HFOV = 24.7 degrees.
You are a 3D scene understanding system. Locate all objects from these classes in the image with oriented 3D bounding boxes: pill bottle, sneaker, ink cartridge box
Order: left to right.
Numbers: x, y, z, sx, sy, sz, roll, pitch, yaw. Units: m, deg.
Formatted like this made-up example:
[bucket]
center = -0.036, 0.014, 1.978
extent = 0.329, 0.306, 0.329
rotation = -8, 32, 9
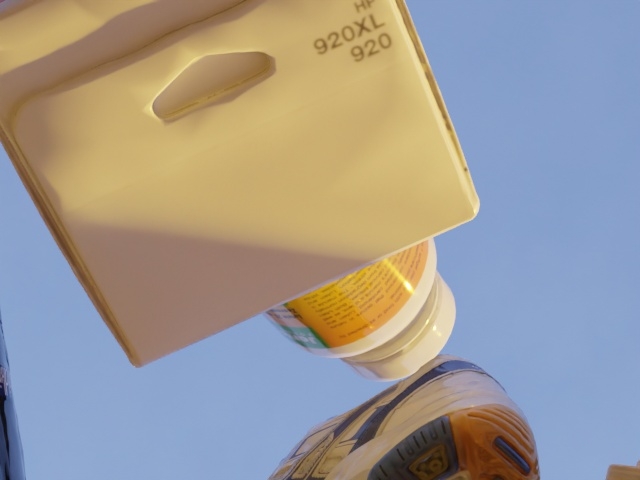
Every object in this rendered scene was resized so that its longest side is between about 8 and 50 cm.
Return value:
[ink cartridge box]
center = -0.054, -0.088, 0.685
extent = 0.171, 0.233, 0.168
rotation = -25, -65, 2
[sneaker]
center = -0.001, 0.182, 0.889
extent = 0.296, 0.131, 0.112
rotation = -33, -71, 7
[pill bottle]
center = 0.000, 0.000, 1.055
extent = 0.136, 0.246, 0.136
rotation = -20, -133, 22

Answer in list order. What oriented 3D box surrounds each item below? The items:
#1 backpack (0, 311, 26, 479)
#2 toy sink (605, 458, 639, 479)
[backpack]
center = -0.259, 0.167, 0.742
extent = 0.273, 0.290, 0.355
rotation = -23, -100, 1
[toy sink]
center = 0.257, 0.206, 0.883
extent = 0.153, 0.131, 0.234
rotation = 2, -107, 46
